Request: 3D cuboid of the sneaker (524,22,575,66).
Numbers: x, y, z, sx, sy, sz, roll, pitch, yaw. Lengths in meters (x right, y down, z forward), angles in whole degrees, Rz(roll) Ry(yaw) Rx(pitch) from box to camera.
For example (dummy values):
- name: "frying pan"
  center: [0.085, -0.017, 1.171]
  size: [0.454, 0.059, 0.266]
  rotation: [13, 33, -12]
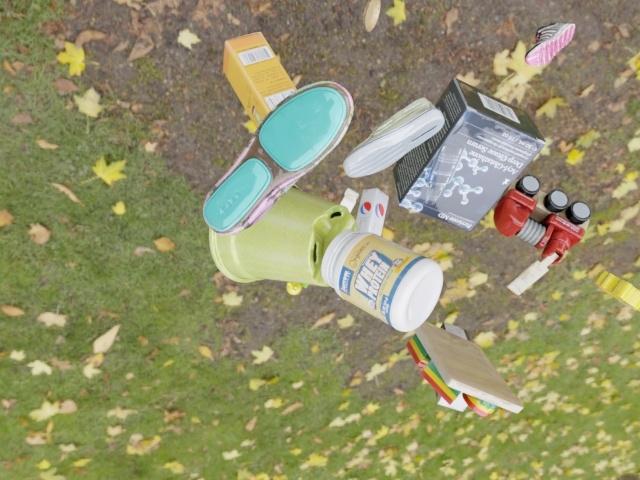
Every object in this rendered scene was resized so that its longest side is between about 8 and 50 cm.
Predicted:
- name: "sneaker"
  center: [0.586, -0.518, 1.366]
  size: [0.170, 0.075, 0.063]
  rotation: [-40, 137, -12]

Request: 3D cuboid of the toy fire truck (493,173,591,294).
- name: "toy fire truck"
  center: [0.539, -0.006, 1.345]
  size: [0.217, 0.246, 0.158]
  rotation: [30, 157, 6]

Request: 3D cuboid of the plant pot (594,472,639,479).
- name: "plant pot"
  center: [0.353, 0.525, 0.829]
  size: [0.305, 0.334, 0.334]
  rotation: [6, 144, 9]

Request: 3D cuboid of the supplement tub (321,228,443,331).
- name: "supplement tub"
  center: [0.114, 0.070, 0.994]
  size: [0.144, 0.199, 0.144]
  rotation: [-29, 132, -38]

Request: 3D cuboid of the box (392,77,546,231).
- name: "box"
  center: [0.464, -0.269, 1.702]
  size: [0.293, 0.212, 0.395]
  rotation: [18, 129, -16]

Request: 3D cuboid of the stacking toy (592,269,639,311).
- name: "stacking toy"
  center: [0.414, 0.041, 0.510]
  size: [0.221, 0.052, 0.167]
  rotation: [35, 97, 3]

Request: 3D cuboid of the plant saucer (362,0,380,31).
- name: "plant saucer"
  center: [0.126, -0.570, 1.304]
  size: [0.015, 0.083, 0.083]
  rotation: [23, 147, 19]

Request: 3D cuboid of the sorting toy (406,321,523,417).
- name: "sorting toy"
  center: [0.366, 0.352, 1.391]
  size: [0.257, 0.255, 0.089]
  rotation: [26, 109, -24]

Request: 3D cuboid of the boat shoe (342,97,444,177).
- name: "boat shoe"
  center: [0.190, -0.279, 1.426]
  size: [0.302, 0.094, 0.109]
  rotation: [-29, 150, 3]

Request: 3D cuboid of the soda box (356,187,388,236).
- name: "soda box"
  center: [0.170, -0.067, 1.793]
  size: [0.069, 0.216, 0.074]
  rotation: [-3, 156, 43]

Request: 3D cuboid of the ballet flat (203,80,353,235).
- name: "ballet flat"
  center: [-0.045, -0.089, 0.577]
  size: [0.221, 0.077, 0.079]
  rotation: [-44, 175, 23]

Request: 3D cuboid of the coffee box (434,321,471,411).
- name: "coffee box"
  center: [0.436, 0.409, 1.706]
  size: [0.098, 0.246, 0.141]
  rotation: [19, 121, -9]

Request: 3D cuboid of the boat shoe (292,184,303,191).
- name: "boat shoe"
  center: [-0.079, -0.149, 1.684]
  size: [0.045, 0.050, 0.135]
  rotation: [0, 157, 43]

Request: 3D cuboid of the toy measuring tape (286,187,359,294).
- name: "toy measuring tape"
  center: [0.000, 0.000, 1.386]
  size: [0.121, 0.121, 0.330]
  rotation: [32, 89, -43]

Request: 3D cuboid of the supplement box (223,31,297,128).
- name: "supplement box"
  center: [-0.089, -0.251, 0.921]
  size: [0.080, 0.233, 0.078]
  rotation: [-22, 165, -22]

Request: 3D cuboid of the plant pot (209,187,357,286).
- name: "plant pot"
  center: [-0.066, -0.010, 1.183]
  size: [0.254, 0.276, 0.276]
  rotation: [14, 159, 36]
